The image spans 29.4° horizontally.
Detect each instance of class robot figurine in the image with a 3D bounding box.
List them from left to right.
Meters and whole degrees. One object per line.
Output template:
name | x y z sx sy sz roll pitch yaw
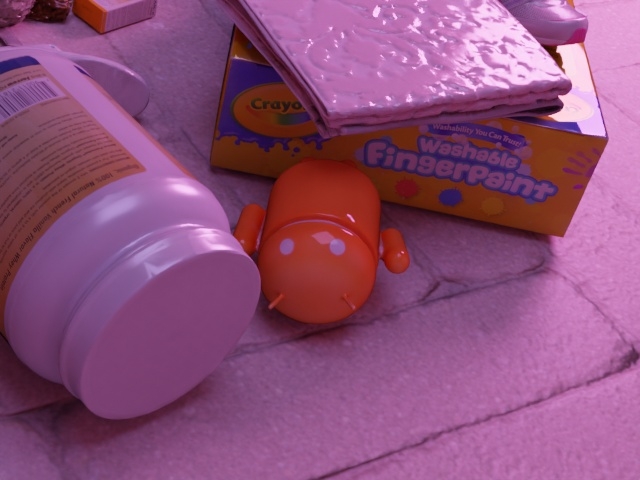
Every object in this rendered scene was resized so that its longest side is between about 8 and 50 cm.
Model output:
robot figurine | 0.002 0.000 1.286 0.158 0.128 0.219 36 34 -21

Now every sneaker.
sneaker | -0.308 -0.203 1.465 0.212 0.080 0.094 10 28 -7
sneaker | 0.241 -0.331 1.520 0.103 0.111 0.252 -17 49 -36

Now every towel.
towel | 0.076 -0.236 1.393 0.332 0.053 0.317 -9 47 -28

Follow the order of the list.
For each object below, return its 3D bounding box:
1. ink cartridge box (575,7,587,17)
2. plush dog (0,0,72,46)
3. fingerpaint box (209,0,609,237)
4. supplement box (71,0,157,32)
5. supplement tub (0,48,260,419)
ink cartridge box | 0.278 -0.336 1.823 0.191 0.082 0.140 38 44 27
plush dog | -0.409 -0.390 1.522 0.211 0.225 0.262 11 39 -6
fingerpaint box | 0.104 -0.212 1.548 0.445 0.163 0.371 11 38 -7
supplement box | -0.275 -0.318 1.636 0.062 0.036 0.098 38 43 25
supplement tub | -0.227 -0.009 1.134 0.228 0.228 0.316 -21 52 -38
